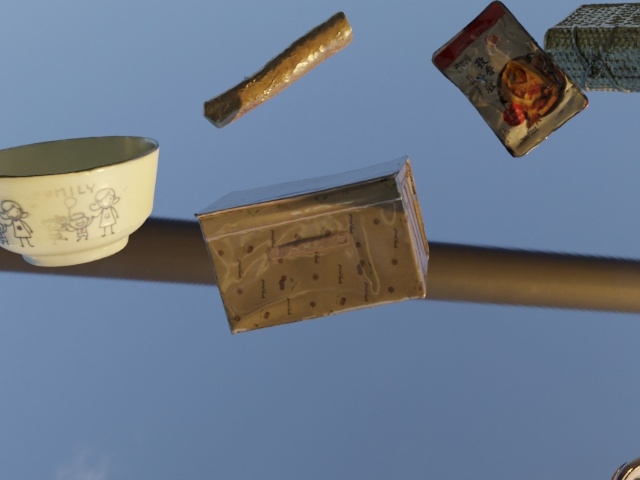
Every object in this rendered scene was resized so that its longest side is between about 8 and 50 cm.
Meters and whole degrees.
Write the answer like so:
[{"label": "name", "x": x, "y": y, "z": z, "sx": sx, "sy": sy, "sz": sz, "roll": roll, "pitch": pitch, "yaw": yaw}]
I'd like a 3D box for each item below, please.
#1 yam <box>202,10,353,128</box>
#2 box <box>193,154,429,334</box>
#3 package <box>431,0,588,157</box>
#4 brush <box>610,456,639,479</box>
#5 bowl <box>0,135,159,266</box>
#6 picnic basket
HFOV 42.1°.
[{"label": "yam", "x": -0.074, "y": -0.292, "z": 1.445, "sx": 0.300, "sy": 0.066, "sz": 0.066, "roll": -35, "pitch": -119, "yaw": -2}, {"label": "box", "x": 0.000, "y": 0.000, "z": 1.251, "sx": 0.297, "sy": 0.225, "sz": 0.190, "roll": -10, "pitch": -79, "yaw": 11}, {"label": "package", "x": 0.312, "y": -0.268, "z": 1.390, "sx": 0.154, "sy": 0.030, "sz": 0.239, "roll": -39, "pitch": -104, "yaw": 7}, {"label": "brush", "x": 0.434, "y": 0.198, "z": 0.927, "sx": 0.313, "sy": 0.072, "sz": 0.067, "roll": -26, "pitch": -152, "yaw": -15}, {"label": "bowl", "x": -0.305, "y": -0.048, "z": 1.007, "sx": 0.238, "sy": 0.126, "sz": 0.237, "roll": -5, "pitch": -162, "yaw": 2}, {"label": "picnic basket", "x": 0.528, "y": -0.342, "z": 1.505, "sx": 0.196, "sy": 0.134, "sz": 0.154, "roll": 14, "pitch": -135, "yaw": 45}]
